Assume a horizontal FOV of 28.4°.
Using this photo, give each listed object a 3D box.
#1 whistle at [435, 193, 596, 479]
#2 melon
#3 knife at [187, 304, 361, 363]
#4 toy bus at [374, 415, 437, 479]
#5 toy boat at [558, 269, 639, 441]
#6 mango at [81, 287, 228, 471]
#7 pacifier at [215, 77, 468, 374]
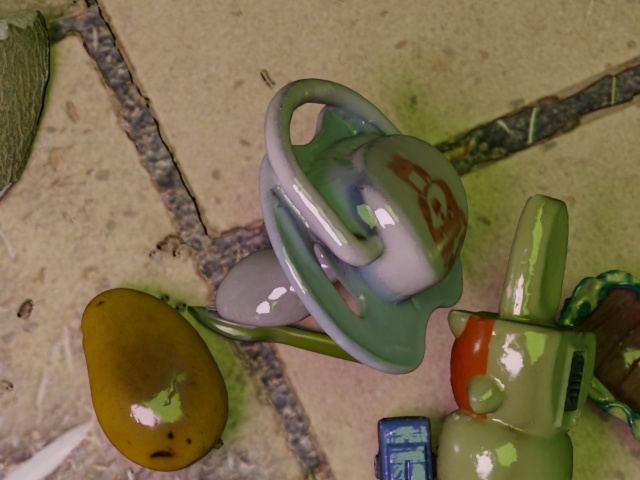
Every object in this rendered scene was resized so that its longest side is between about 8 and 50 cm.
[{"bbox_3d":[0.152,0.108,0.989,0.106,0.131,0.288,8,90,36],"label":"whistle"},{"bbox_3d":[-0.300,-0.119,1.036,0.093,0.139,0.202,7,75,19],"label":"melon"},{"bbox_3d":[-0.023,0.082,1.053,0.184,0.022,0.026,13,48,-2],"label":"knife"},{"bbox_3d":[0.071,0.214,1.006,0.051,0.061,0.153,-2,76,-2],"label":"toy bus"},{"bbox_3d":[0.315,0.143,1.038,0.293,0.099,0.108,41,75,14],"label":"toy boat"},{"bbox_3d":[-0.137,0.106,1.007,0.103,0.076,0.161,-29,71,-7],"label":"mango"},{"bbox_3d":[0.000,0.000,1.005,0.207,0.279,0.227,-34,96,29],"label":"pacifier"}]
